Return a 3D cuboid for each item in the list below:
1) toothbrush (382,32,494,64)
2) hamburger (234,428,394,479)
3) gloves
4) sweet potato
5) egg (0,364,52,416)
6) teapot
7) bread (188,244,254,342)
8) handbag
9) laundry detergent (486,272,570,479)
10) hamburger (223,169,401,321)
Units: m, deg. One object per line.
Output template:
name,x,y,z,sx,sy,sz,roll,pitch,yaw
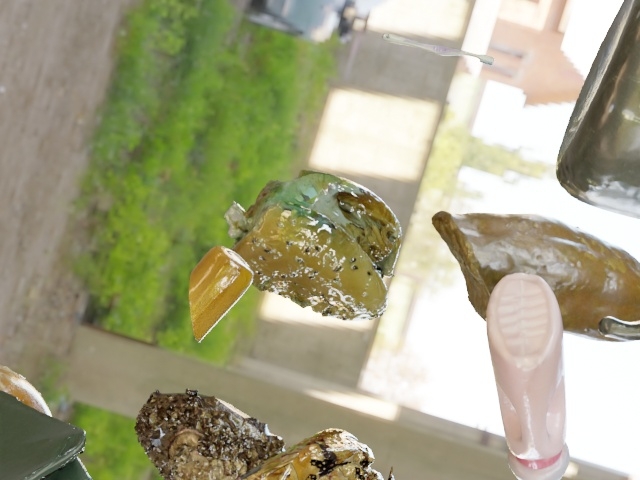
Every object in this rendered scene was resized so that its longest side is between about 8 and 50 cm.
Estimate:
toothbrush,0.134,-0.218,1.558,0.013,0.131,0.011,87,20,-66
hamburger,-0.035,0.258,1.298,0.231,0.107,0.231,-35,172,-5
gloves,-0.112,0.312,1.789,0.135,0.312,0.210,-37,-176,-29
sweet potato,0.317,0.051,1.791,0.158,0.369,0.158,-169,-90,-73
egg,-0.450,0.283,1.860,0.195,0.194,0.233,-69,158,-82
teapot,0.360,-0.063,1.186,0.223,0.285,0.305,106,7,-65
bread,-0.126,0.057,1.551,0.103,0.062,0.049,-48,-179,3
handbag,-0.398,0.263,1.469,0.247,0.260,0.079,-27,115,-34
laundry detergent,0.259,0.190,1.677,0.335,0.087,0.159,74,16,-48
hamburger,0.000,0.000,2.004,0.192,0.288,0.168,127,-18,-56
